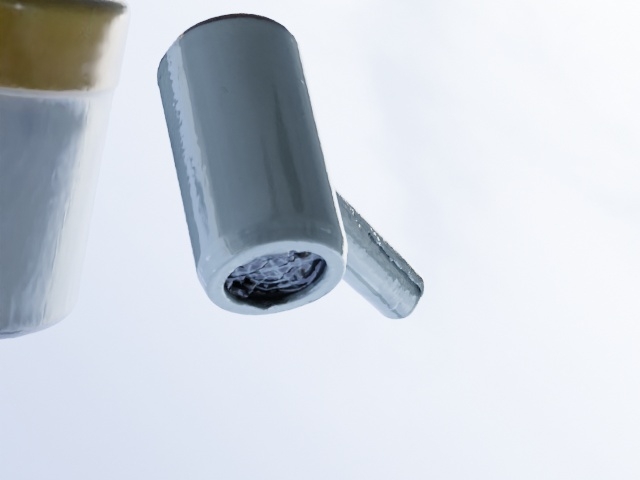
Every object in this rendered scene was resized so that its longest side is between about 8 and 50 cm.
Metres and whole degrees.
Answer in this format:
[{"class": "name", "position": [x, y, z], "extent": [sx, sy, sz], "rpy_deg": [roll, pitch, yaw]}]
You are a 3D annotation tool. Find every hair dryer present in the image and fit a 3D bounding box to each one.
[{"class": "hair dryer", "position": [0.000, 0.000, 0.617], "extent": [0.236, 0.073, 0.131], "rpy_deg": [47, -155, -56]}]

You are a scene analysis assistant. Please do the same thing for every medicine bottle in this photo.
[{"class": "medicine bottle", "position": [-0.266, -0.076, 0.804], "extent": [0.238, 0.232, 0.238], "rpy_deg": [13, -166, -3]}]
